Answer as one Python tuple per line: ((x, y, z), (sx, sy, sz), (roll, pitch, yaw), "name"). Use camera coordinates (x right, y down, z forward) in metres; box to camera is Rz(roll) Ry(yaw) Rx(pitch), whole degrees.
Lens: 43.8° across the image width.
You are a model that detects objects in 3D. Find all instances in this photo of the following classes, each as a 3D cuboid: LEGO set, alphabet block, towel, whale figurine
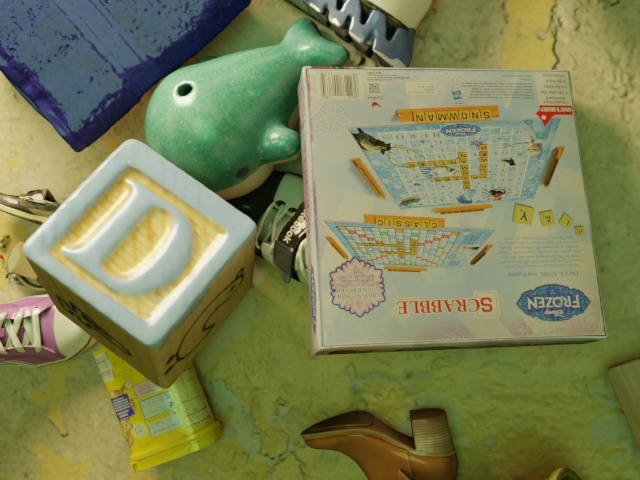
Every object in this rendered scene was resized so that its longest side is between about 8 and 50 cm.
((-0.435, 0.032, 1.122), (0.083, 0.023, 0.054), (35, 98, 8), "LEGO set")
((-0.206, 0.034, 0.957), (0.193, 0.197, 0.192), (36, 69, 9), "alphabet block")
((-0.266, -0.290, 0.997), (0.308, 0.076, 0.228), (-40, 101, 1), "towel")
((-0.096, -0.178, 0.977), (0.272, 0.141, 0.216), (-41, 57, 0), "whale figurine")

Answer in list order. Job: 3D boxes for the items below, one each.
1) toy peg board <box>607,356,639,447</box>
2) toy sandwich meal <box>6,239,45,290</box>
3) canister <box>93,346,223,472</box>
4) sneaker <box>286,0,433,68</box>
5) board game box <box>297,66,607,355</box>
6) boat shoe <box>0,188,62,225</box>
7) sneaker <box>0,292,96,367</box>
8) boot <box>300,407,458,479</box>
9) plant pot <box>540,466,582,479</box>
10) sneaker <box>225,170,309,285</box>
((0.451, 0.193, 0.939), (0.160, 0.079, 0.161), (-24, 87, 27), "toy peg board")
((-0.388, 0.031, 1.098), (0.085, 0.029, 0.086), (0, 90, -8), "toy sandwich meal")
((-0.218, 0.205, 1.063), (0.126, 0.073, 0.170), (-22, 87, 11), "canister")
((0.024, -0.364, 0.974), (0.315, 0.127, 0.182), (36, 95, 1), "sneaker")
((0.140, -0.037, 0.896), (0.318, 0.066, 0.318), (-1, 76, -8), "board game box")
((-0.383, -0.047, 1.096), (0.152, 0.056, 0.049), (18, 91, 0), "boat shoe")
((-0.449, 0.131, 1.061), (0.282, 0.161, 0.102), (-6, 90, 10), "sneaker")
((0.076, 0.298, 1.011), (0.197, 0.073, 0.152), (-5, 96, 14), "boot")
((0.154, 0.476, 0.885), (0.352, 0.366, 0.367), (-21, 88, 22), "plant pot")
((0.000, 0.000, 0.976), (0.330, 0.146, 0.123), (22, 98, 11), "sneaker")
